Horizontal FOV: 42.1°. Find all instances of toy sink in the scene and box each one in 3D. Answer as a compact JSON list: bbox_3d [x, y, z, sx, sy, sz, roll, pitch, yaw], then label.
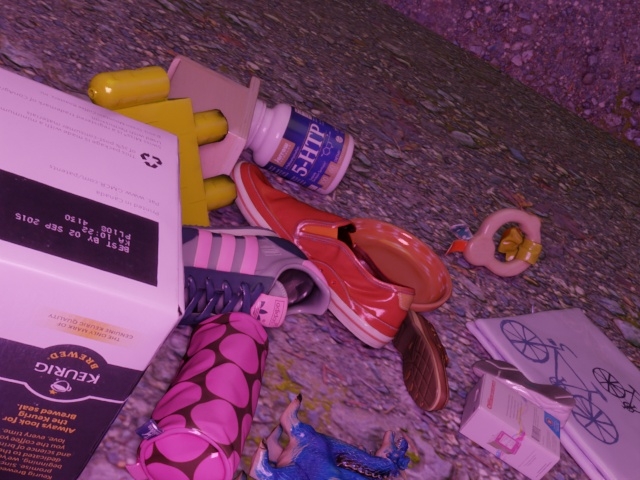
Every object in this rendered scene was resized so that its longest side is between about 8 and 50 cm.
[{"bbox_3d":[-0.182,-0.158,1.183,0.131,0.153,0.234,25,30,-13],"label":"toy sink"}]

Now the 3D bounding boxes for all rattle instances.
[{"bbox_3d":[0.291,-0.006,1.519,0.200,0.130,0.143,-8,29,-14],"label":"rattle"}]

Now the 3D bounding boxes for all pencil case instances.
[{"bbox_3d":[-0.114,0.155,0.824,0.095,0.098,0.209,63,19,-19],"label":"pencil case"}]

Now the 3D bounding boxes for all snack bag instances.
[{"bbox_3d":[0.423,0.229,1.310,0.342,0.037,0.323,-2,44,-46],"label":"snack bag"}]

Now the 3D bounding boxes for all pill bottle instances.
[{"bbox_3d":[-0.050,-0.160,1.362,0.187,0.112,0.112,23,29,-16],"label":"pill bottle"}]

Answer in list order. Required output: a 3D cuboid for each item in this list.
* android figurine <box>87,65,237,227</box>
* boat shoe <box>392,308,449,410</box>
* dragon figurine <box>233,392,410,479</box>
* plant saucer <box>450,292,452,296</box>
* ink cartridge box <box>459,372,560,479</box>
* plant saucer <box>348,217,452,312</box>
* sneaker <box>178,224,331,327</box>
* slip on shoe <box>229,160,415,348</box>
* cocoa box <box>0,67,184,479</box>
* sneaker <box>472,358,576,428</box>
[{"bbox_3d":[-0.213,-0.071,0.953,0.056,0.248,0.273,7,18,42],"label":"android figurine"},{"bbox_3d":[0.144,0.157,1.108,0.060,0.064,0.178,19,28,-21],"label":"boat shoe"},{"bbox_3d":[-0.006,0.244,0.791,0.144,0.085,0.289,36,27,7],"label":"dragon figurine"},{"bbox_3d":[0.173,0.068,1.333,0.083,0.013,0.083,24,29,-14],"label":"plant saucer"},{"bbox_3d":[0.249,0.243,1.090,0.122,0.052,0.088,34,27,1],"label":"ink cartridge box"},{"bbox_3d":[0.104,0.042,1.262,0.200,0.037,0.200,20,33,-14],"label":"plant saucer"},{"bbox_3d":[-0.109,0.052,0.946,0.131,0.112,0.319,34,26,30],"label":"sneaker"},{"bbox_3d":[0.000,0.000,1.143,0.331,0.101,0.123,45,12,18],"label":"slip on shoe"},{"bbox_3d":[-0.305,0.006,0.621,0.347,0.228,0.231,20,34,-24],"label":"cocoa box"},{"bbox_3d":[0.277,0.217,1.166,0.152,0.061,0.054,26,29,31],"label":"sneaker"}]
